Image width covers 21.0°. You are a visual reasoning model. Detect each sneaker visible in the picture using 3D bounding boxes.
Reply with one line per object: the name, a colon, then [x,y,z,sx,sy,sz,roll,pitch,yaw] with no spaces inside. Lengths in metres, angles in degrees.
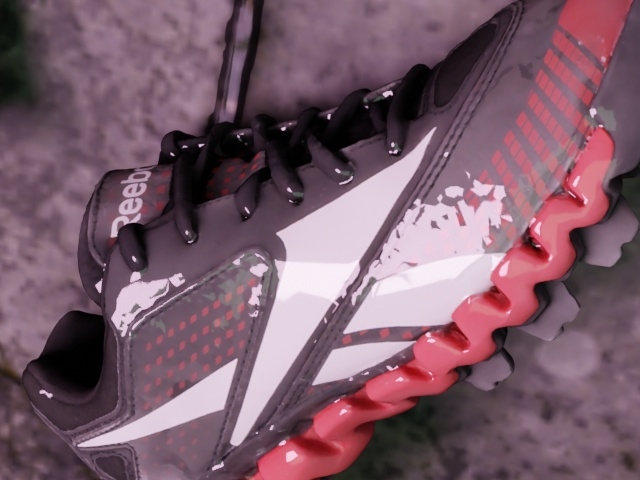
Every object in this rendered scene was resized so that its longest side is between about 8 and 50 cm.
sneaker: [0.000,0.000,0.562,0.135,0.098,0.276,38,120,-11]
